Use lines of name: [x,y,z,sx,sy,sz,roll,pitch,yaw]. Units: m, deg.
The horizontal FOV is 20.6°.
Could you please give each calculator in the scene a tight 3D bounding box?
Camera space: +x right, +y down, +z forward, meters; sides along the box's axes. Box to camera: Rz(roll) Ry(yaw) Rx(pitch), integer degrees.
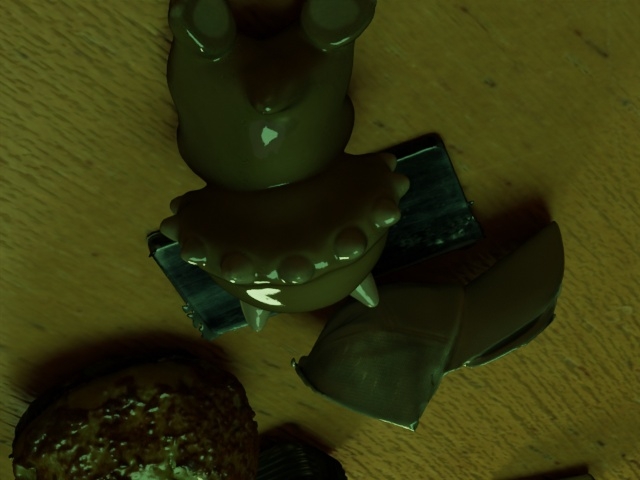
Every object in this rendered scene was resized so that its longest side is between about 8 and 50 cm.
calculator: [0.000,0.000,1.461,0.261,0.021,0.161,-19,145,5]

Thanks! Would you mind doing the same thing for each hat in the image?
hat: [0.099,0.055,1.502,0.226,0.164,0.219,-59,179,3]

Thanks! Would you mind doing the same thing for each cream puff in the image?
cream puff: [-0.162,0.203,1.571,0.240,0.164,0.240,-7,140,-6]

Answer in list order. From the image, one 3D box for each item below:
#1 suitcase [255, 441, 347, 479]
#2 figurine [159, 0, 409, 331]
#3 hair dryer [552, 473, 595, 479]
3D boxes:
suitcase: [-0.098,0.339,1.749,0.312,0.202,0.128,-27,154,16]
figurine: [-0.025,-0.045,1.254,0.177,0.173,0.247,-3,144,-16]
hair dryer: [0.239,0.338,2.010,0.131,0.073,0.236,-9,154,-6]
